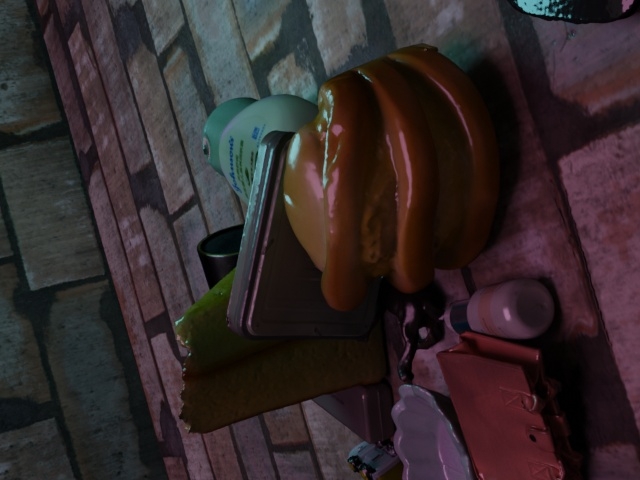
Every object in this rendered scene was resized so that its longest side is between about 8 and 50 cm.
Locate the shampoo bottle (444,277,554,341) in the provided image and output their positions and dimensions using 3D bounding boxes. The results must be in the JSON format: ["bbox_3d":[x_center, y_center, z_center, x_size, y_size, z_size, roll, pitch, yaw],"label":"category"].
[{"bbox_3d":[0.212,0.092,1.364,0.192,0.074,0.074,-21,84,65],"label":"shampoo bottle"}]

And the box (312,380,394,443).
[{"bbox_3d":[0.041,0.253,1.856,0.243,0.055,0.103,26,127,60],"label":"box"}]

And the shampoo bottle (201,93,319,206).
[{"bbox_3d":[-0.078,-0.138,1.777,0.349,0.151,0.222,35,136,57],"label":"shampoo bottle"}]

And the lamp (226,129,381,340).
[{"bbox_3d":[0.000,0.000,1.472,0.047,0.266,0.269,16,97,40],"label":"lamp"}]

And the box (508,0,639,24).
[{"bbox_3d":[0.244,-0.320,1.101,0.212,0.042,0.201,23,124,60],"label":"box"}]

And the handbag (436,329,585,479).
[{"bbox_3d":[0.233,0.218,1.331,0.157,0.059,0.213,10,128,52],"label":"handbag"}]

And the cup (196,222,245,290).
[{"bbox_3d":[-0.111,0.062,2.024,0.165,0.239,0.177,-4,111,23],"label":"cup"}]

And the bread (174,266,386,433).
[{"bbox_3d":[-0.099,0.134,1.723,0.245,0.361,0.233,24,126,58],"label":"bread"}]

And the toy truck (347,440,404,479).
[{"bbox_3d":[0.095,0.371,1.796,0.077,0.076,0.111,62,162,-19],"label":"toy truck"}]

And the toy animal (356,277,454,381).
[{"bbox_3d":[0.113,0.097,1.576,0.232,0.084,0.148,-144,46,-60],"label":"toy animal"}]

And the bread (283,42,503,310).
[{"bbox_3d":[0.091,-0.061,1.330,0.211,0.270,0.316,31,136,36],"label":"bread"}]

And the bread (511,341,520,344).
[{"bbox_3d":[0.230,0.188,1.417,0.052,0.044,0.157,-121,29,-44],"label":"bread"}]

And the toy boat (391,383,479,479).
[{"bbox_3d":[0.189,0.327,1.518,0.199,0.100,0.291,12,113,65],"label":"toy boat"}]
